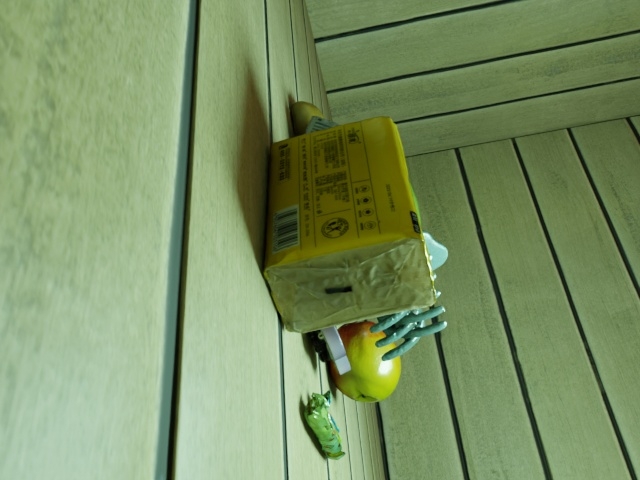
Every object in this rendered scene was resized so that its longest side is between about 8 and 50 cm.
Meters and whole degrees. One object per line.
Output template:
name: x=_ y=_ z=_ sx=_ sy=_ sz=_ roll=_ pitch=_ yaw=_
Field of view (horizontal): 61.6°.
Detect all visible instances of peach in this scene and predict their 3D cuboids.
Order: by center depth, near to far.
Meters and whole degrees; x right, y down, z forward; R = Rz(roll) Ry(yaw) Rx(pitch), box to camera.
peach: x=0.124 y=0.351 z=1.562 sx=0.231 sy=0.231 sz=0.231 roll=-9 pitch=90 yaw=-84

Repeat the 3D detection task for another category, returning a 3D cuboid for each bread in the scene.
bread: x=-0.031 y=-0.365 z=1.713 sx=0.217 sy=0.098 sz=0.147 roll=-50 pitch=134 yaw=-80

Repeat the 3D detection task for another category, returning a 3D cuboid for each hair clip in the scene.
hair clip: x=0.160 y=0.093 z=1.285 sx=0.238 sy=0.392 sz=0.318 roll=-114 pitch=-178 yaw=-48

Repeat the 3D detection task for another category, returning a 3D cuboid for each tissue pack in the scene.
tissue pack: x=0.047 y=-0.041 z=1.071 sx=0.382 sy=0.293 sz=0.228 roll=-94 pitch=167 yaw=-45

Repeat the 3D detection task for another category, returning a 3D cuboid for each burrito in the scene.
burrito: x=0.012 y=0.391 z=1.163 sx=0.288 sy=0.054 sz=0.104 roll=72 pitch=10 yaw=-52

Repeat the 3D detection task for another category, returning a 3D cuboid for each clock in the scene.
clock: x=0.007 y=0.229 z=1.292 sx=0.198 sy=0.064 sz=0.172 roll=74 pitch=-10 yaw=-51

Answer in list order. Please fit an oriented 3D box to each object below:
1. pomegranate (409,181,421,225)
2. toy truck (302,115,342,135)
pomegranate: x=0.112 y=-0.080 z=1.442 sx=0.340 sy=0.285 sz=0.285 roll=2 pitch=78 yaw=-59
toy truck: x=0.036 y=-0.222 z=1.644 sx=0.175 sy=0.146 sz=0.367 roll=-63 pitch=160 yaw=-14
